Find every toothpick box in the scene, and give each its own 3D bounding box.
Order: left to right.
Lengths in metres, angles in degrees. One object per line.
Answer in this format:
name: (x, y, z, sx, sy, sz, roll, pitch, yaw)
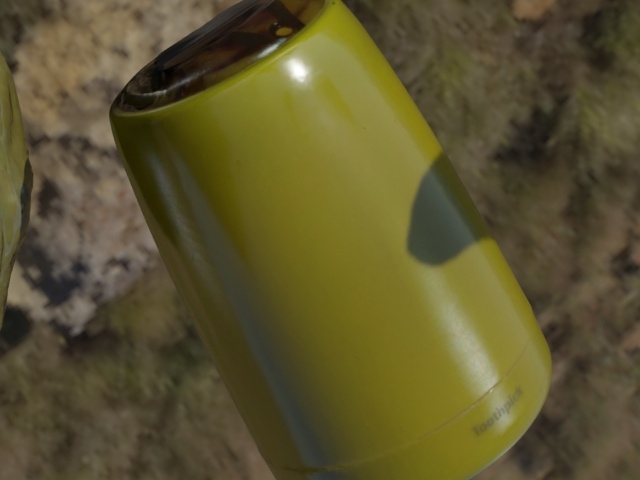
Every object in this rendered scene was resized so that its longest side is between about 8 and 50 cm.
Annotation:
toothpick box: (0.000, 0.000, 0.947, 0.175, 0.175, 0.271, -32, 110, -12)

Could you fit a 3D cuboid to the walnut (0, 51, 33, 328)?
walnut: (-0.303, -0.040, 0.966, 0.282, 0.253, 0.276, -2, 99, -8)
